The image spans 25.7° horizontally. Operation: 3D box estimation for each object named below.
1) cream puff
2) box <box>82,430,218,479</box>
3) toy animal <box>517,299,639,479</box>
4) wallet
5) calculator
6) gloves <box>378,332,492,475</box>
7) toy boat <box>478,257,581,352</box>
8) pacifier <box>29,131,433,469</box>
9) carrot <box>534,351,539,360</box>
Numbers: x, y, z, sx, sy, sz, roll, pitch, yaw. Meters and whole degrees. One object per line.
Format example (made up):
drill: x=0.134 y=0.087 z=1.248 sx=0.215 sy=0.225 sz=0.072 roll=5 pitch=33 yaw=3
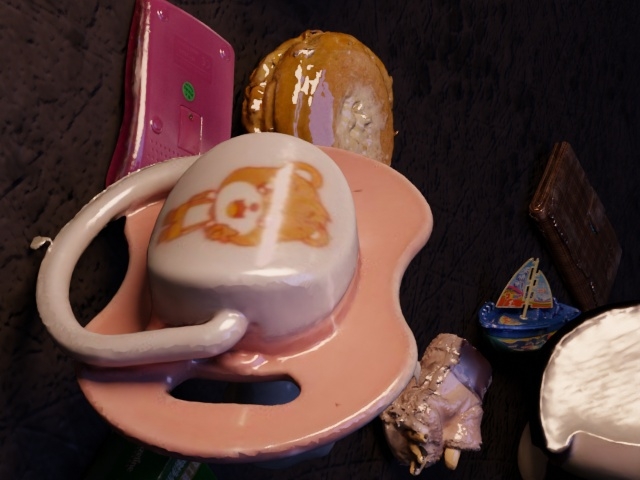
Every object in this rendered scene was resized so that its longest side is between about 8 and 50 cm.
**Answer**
cream puff: x=-0.007 y=-0.104 z=1.238 sx=0.150 sy=0.115 sz=0.165 roll=29 pitch=72 yaw=-45
box: x=-0.139 y=0.255 z=1.035 sx=0.135 sy=0.081 sz=0.199 roll=60 pitch=43 yaw=-34
toy animal: x=0.359 y=0.223 z=1.628 sx=0.310 sy=0.251 sz=0.251 roll=73 pitch=28 yaw=-62
wallet: x=0.331 y=-0.009 z=1.814 sx=0.230 sy=0.042 sz=0.124 roll=54 pitch=48 yaw=-39
calculator: x=-0.116 y=-0.098 z=1.145 sx=0.126 sy=0.034 sz=0.190 roll=26 pitch=65 yaw=-51
gloves: x=0.112 y=0.165 z=1.414 sx=0.144 sy=0.094 sz=0.110 roll=-35 pitch=109 yaw=-31
toy boat: x=0.233 y=0.070 z=1.613 sx=0.175 sy=0.091 sz=0.110 roll=-14 pitch=118 yaw=-51
pacifier: x=-0.041 y=0.048 z=1.009 sx=0.273 sy=0.220 sz=0.332 roll=44 pitch=33 yaw=-25
carrot: x=0.343 y=0.178 z=1.806 sx=0.248 sy=0.059 sz=0.059 roll=30 pitch=62 yaw=-49
